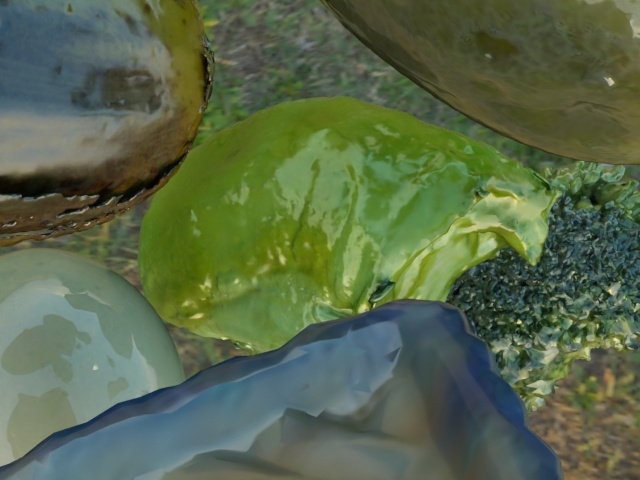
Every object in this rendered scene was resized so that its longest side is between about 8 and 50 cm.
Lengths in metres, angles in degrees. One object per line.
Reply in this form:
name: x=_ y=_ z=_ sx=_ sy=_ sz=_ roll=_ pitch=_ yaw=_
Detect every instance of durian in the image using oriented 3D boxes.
durian: x=0.000 y=0.000 z=1.206 sx=0.339 sy=0.204 sz=0.256 roll=25 pitch=98 yaw=19

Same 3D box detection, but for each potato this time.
potato: x=0.082 y=-0.111 z=0.468 sx=0.160 sy=0.235 sz=0.178 roll=-65 pitch=157 yaw=-5

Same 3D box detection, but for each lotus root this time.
lotus root: x=-0.225 y=-0.093 z=0.711 sx=0.397 sy=0.179 sz=0.196 roll=-5 pitch=101 yaw=-42

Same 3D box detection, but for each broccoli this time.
broccoli: x=0.272 y=0.043 z=1.486 sx=0.397 sy=0.353 sz=0.275 roll=-10 pitch=95 yaw=-16

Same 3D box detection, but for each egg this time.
egg: x=-0.208 y=0.136 z=1.093 sx=0.219 sy=0.219 sz=0.269 roll=-4 pitch=108 yaw=-25

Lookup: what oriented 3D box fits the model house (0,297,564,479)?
model house: x=-0.077 y=0.252 z=0.508 sx=0.400 sy=0.445 sz=0.395 roll=-54 pitch=135 yaw=-42
